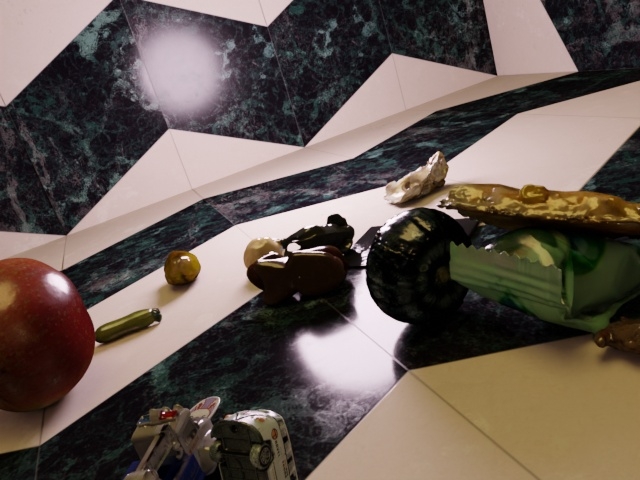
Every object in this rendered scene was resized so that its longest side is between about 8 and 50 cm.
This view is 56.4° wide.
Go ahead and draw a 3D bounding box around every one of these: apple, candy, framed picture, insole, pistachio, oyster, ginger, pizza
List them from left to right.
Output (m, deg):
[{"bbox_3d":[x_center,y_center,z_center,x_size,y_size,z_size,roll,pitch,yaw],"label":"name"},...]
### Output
[{"bbox_3d":[-0.667,0.206,1.318,0.349,0.348,0.277,-4,35,33],"label":"apple"},{"bbox_3d":[-0.420,0.085,1.821,0.110,0.100,0.189,1,5,-17],"label":"pistachio"},{"bbox_3d":[-0.243,0.344,1.081,0.065,0.004,0.197,-7,21,27],"label":"insole"},{"bbox_3d":[0.232,0.007,1.593,0.339,0.014,0.255,-5,23,33],"label":"framed picture"},{"bbox_3d":[0.323,-0.185,1.944,0.233,0.107,0.161,-39,27,-5],"label":"oyster"},{"bbox_3d":[0.457,0.043,1.086,0.398,0.171,0.263,-14,19,-31],"label":"candy"},{"bbox_3d":[0.484,-0.048,1.140,0.435,0.080,0.392,8,-2,30],"label":"pizza"},{"bbox_3d":[0.539,0.156,0.841,0.122,0.084,0.290,-4,5,-35],"label":"ginger"}]

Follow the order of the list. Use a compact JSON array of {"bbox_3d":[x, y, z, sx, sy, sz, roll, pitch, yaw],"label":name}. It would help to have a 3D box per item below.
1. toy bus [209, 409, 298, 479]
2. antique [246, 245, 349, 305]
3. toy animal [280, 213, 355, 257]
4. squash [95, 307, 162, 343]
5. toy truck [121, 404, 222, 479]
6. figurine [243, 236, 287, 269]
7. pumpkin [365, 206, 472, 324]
[{"bbox_3d":[-0.076,0.307,0.765,0.087,0.193,0.089,-7,9,30],"label":"toy bus"},{"bbox_3d":[-0.059,0.075,1.497,0.257,0.121,0.143,-13,12,10],"label":"antique"},{"bbox_3d":[0.003,0.005,1.639,0.146,0.114,0.245,-26,1,33],"label":"toy animal"},{"bbox_3d":[-0.510,0.222,1.578,0.184,0.052,0.052,-22,20,-9],"label":"squash"},{"bbox_3d":[-0.209,0.328,0.835,0.161,0.176,0.213,-14,20,14],"label":"toy truck"},{"bbox_3d":[-0.153,0.039,1.736,0.114,0.108,0.196,-3,4,11],"label":"figurine"},{"bbox_3d":[0.197,0.050,1.174,0.233,0.233,0.163,-27,26,-26],"label":"pumpkin"}]
